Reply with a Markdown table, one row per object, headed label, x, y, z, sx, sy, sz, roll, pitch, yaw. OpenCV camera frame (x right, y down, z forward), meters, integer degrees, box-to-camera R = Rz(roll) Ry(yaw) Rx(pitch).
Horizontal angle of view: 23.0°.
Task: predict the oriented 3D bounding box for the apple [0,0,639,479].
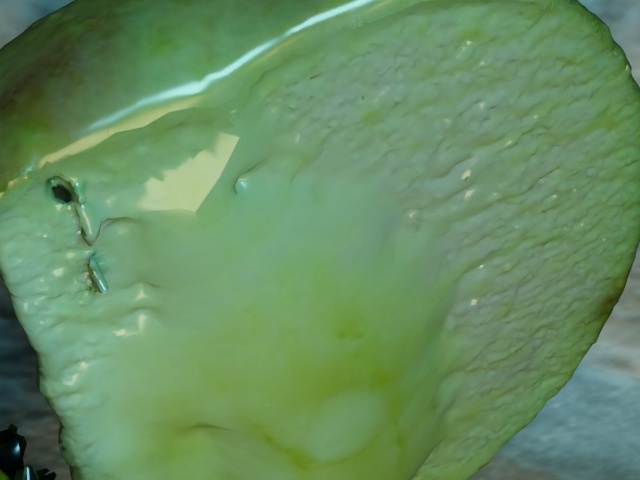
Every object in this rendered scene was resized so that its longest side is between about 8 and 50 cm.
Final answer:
| label | x | y | z | sx | sy | sz | roll | pitch | yaw |
| --- | --- | --- | --- | --- | --- | --- | --- | --- | --- |
| apple | 0.000 | 0.000 | 0.484 | 0.193 | 0.120 | 0.265 | -20 | 143 | -9 |

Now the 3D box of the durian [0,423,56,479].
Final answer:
| label | x | y | z | sx | sy | sz | roll | pitch | yaw |
| --- | --- | --- | --- | --- | --- | --- | --- | --- | --- |
| durian | -0.197 | 0.166 | 0.534 | 0.258 | 0.258 | 0.293 | 25 | 147 | -34 |
